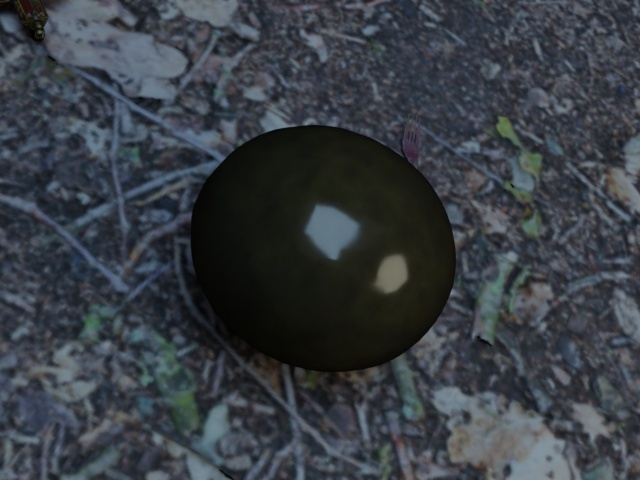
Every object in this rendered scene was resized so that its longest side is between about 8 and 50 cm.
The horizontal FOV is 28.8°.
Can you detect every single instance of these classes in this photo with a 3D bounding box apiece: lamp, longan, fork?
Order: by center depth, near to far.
[{"bbox_3d":[0.000,0.000,0.843,0.185,0.159,0.204,16,19,-29],"label":"longan"},{"bbox_3d":[-0.235,-0.188,0.930,0.083,0.031,0.063,21,57,-3],"label":"lamp"},{"bbox_3d":[0.074,-0.046,0.973,0.016,0.012,0.115,4,67,-13],"label":"fork"}]
